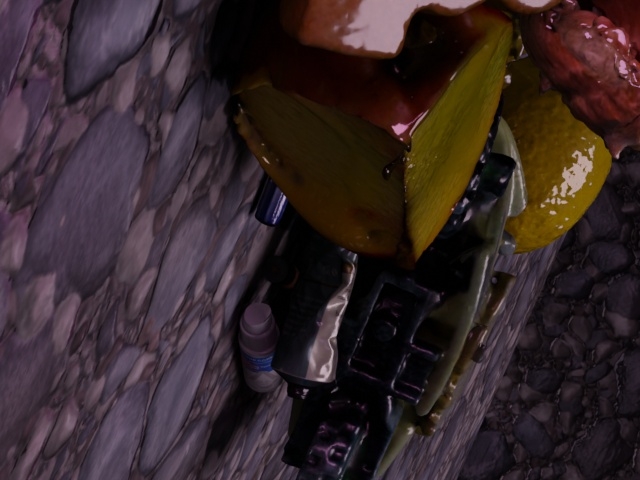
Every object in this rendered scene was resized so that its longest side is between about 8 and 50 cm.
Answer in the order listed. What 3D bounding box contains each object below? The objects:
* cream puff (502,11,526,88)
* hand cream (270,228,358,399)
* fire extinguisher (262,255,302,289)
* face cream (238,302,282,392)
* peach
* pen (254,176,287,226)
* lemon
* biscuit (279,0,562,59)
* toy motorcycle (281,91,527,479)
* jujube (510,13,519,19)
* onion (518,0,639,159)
[{"bbox_3d":[0.140,-0.181,1.652,0.146,0.116,0.146,19,90,-84],"label":"cream puff"},{"bbox_3d":[0.000,0.000,1.533,0.075,0.052,0.248,-156,-108,-75],"label":"hand cream"},{"bbox_3d":[-0.028,0.030,1.586,0.083,0.022,0.028,38,48,-78],"label":"fire extinguisher"},{"bbox_3d":[-0.047,0.083,1.583,0.034,0.034,0.130,-60,167,-22],"label":"face cream"},{"bbox_3d":[0.036,-0.096,1.288,0.154,0.159,0.267,-51,163,-13],"label":"peach"},{"bbox_3d":[-0.003,-0.104,1.428,0.204,0.025,0.025,-68,167,14],"label":"pen"},{"bbox_3d":[0.198,-0.083,1.963,0.193,0.180,0.180,-50,163,-23],"label":"lemon"},{"bbox_3d":[0.035,-0.240,0.979,0.278,0.043,0.301,4,97,-31],"label":"biscuit"},{"bbox_3d":[0.065,0.047,1.660,0.237,0.169,0.410,-49,164,-71],"label":"toy motorcycle"},{"bbox_3d":[0.198,-0.268,1.451,0.215,0.246,0.308,-50,153,-13],"label":"jujube"},{"bbox_3d":[0.266,-0.229,1.134,0.353,0.354,0.353,-59,166,-24],"label":"onion"}]
